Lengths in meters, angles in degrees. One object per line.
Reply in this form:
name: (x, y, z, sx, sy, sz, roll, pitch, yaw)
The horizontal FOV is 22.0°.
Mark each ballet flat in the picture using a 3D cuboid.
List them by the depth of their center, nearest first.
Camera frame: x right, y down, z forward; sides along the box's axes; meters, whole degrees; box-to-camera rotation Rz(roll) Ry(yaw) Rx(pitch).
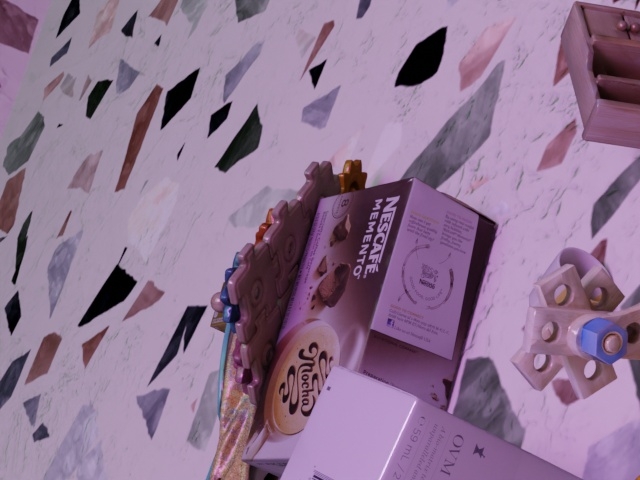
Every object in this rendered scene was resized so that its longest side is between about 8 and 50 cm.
ballet flat: (-0.060, 0.217, 1.752, 0.123, 0.123, 0.348, -23, 48, 49)

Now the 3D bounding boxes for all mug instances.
mug: (0.221, 0.054, 1.480, 0.064, 0.062, 0.078, -49, 24, 38)

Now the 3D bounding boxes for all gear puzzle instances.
gear puzzle: (-0.026, 0.009, 1.758, 0.044, 0.175, 0.339, 8, 37, 24)

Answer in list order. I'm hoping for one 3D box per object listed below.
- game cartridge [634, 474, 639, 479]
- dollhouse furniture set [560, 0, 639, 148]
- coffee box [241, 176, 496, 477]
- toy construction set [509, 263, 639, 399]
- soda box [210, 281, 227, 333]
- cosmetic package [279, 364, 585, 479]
game cartridge: (0.378, 0.156, 1.142, 0.324, 0.052, 0.285, -53, 30, 18)
dollhouse furniture set: (0.305, -0.220, 1.434, 0.161, 0.212, 0.242, -94, 15, -47)
coffee box: (0.049, 0.100, 1.654, 0.168, 0.119, 0.297, -11, 57, 55)
toy construction set: (0.297, 0.079, 1.161, 0.327, 0.151, 0.215, 23, 84, 50)
soda box: (-0.052, 0.074, 1.906, 0.181, 0.058, 0.061, -14, 54, 53)
cosmetic package: (0.081, 0.256, 1.356, 0.138, 0.224, 0.224, 16, 79, 58)
